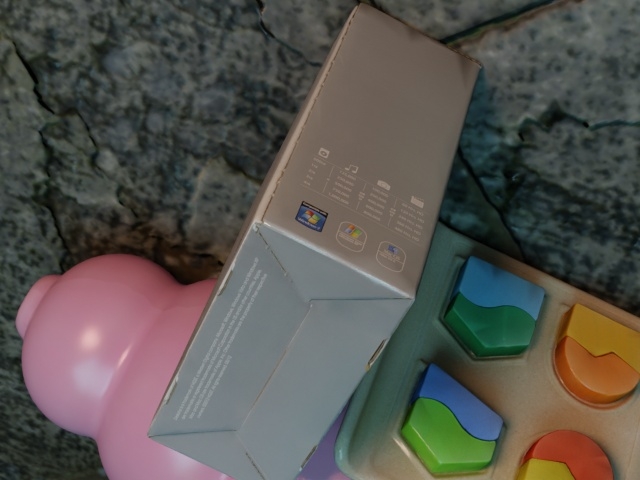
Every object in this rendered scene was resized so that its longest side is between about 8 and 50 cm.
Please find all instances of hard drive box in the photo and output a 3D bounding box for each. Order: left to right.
[{"bbox_3d":[0.000,0.000,0.773,0.089,0.232,0.181,26,130,-5],"label":"hard drive box"}]

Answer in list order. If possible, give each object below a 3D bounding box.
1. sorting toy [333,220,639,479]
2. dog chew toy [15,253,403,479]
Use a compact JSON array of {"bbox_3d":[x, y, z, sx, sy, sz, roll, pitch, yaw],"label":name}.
[{"bbox_3d":[0.129,0.099,0.837,0.208,0.193,0.038,28,148,-7],"label":"sorting toy"},{"bbox_3d":[-0.056,0.120,0.914,0.332,0.206,0.206,29,130,4],"label":"dog chew toy"}]
